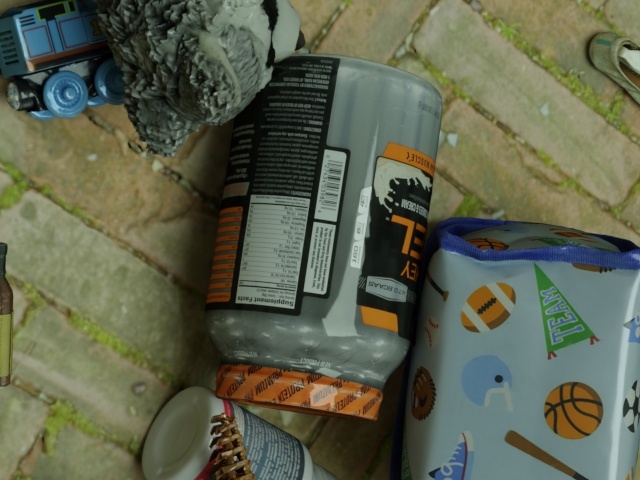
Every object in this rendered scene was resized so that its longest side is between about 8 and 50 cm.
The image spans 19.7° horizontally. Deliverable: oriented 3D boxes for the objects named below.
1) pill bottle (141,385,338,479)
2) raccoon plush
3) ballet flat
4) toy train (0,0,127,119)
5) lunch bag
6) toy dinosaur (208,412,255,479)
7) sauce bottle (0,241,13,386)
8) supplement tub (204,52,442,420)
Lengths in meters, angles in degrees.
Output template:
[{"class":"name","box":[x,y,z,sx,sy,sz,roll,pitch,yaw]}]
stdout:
[{"class":"pill bottle","box":[-0.070,0.222,1.761,0.180,0.108,0.108,33,80,-31]},{"class":"raccoon plush","box":[-0.222,-0.248,1.530,0.446,0.216,0.299,10,75,-5]},{"class":"ballet flat","box":[0.359,-0.174,2.000,0.168,0.052,0.057,24,84,-33]},{"class":"toy train","box":[-0.200,-0.171,1.640,0.184,0.080,0.105,-18,101,-28]},{"class":"lunch bag","box":[0.194,0.145,1.800,0.239,0.385,0.328,8,95,9]},{"class":"toy dinosaur","box":[-0.130,0.301,1.682,0.218,0.164,0.322,5,95,-23]},{"class":"sauce bottle","box":[-0.293,0.065,1.639,0.042,0.042,0.128,0,96,-32]},{"class":"supplement tub","box":[0.000,0.000,1.696,0.193,0.193,0.316,13,82,-33]}]
